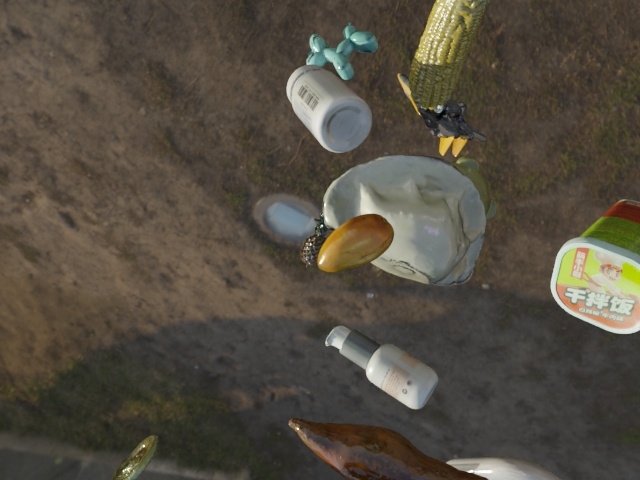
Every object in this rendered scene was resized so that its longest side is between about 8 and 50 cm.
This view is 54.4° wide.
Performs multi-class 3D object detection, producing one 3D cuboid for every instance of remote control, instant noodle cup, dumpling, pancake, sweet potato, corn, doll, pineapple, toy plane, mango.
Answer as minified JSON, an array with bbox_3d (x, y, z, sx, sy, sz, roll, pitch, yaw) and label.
[{"bbox_3d":[0.420,0.569,1.426,0.221,0.104,0.332,40,147,-14],"label":"remote control"},{"bbox_3d":[0.831,0.052,1.716,0.293,0.308,0.294,29,139,29],"label":"instant noodle cup"},{"bbox_3d":[0.128,-0.031,0.838,0.247,0.142,0.173,23,106,-19],"label":"dumpling"},{"bbox_3d":[-0.285,0.342,0.946,0.017,0.108,0.108,46,128,-11],"label":"pancake"},{"bbox_3d":[0.111,0.386,1.094,0.359,0.112,0.112,20,134,5],"label":"sweet potato"},{"bbox_3d":[0.199,-0.312,0.995,0.086,0.087,0.288,16,155,2],"label":"corn"},{"bbox_3d":[0.038,-0.451,1.483,0.159,0.158,0.059,-45,145,0],"label":"doll"},{"bbox_3d":[0.291,-0.085,1.537,0.260,0.161,0.177,-24,110,17],"label":"doll"},{"bbox_3d":[0.000,-0.001,2.090,0.083,0.103,0.221,11,113,-38],"label":"pineapple"},{"bbox_3d":[0.296,-0.364,1.641,0.204,0.316,0.103,-2,142,-37],"label":"toy plane"},{"bbox_3d":[0.036,0.005,0.660,0.089,0.046,0.060,-34,145,-4],"label":"mango"}]

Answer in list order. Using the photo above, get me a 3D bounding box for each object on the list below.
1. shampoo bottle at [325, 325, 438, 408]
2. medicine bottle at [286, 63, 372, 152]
[{"bbox_3d":[0.101,0.204,1.044,0.192,0.074,0.074,30,138,22],"label":"shampoo bottle"},{"bbox_3d":[0.010,-0.238,1.098,0.102,0.187,0.103,-13,127,-17],"label":"medicine bottle"}]
